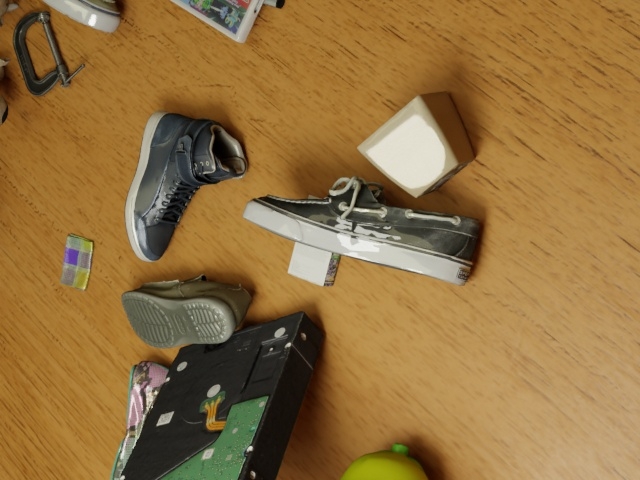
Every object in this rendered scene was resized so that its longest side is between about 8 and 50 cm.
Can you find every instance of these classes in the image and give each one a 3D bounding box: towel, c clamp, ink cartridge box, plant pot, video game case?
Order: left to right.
[{"bbox_3d":[-0.446,-0.308,1.875,0.137,0.022,0.161,-37,70,33],"label":"c clamp"},{"bbox_3d":[-0.389,0.036,1.836,0.060,0.009,0.083,17,98,32],"label":"towel"},{"bbox_3d":[-0.145,-0.409,1.655,0.201,0.023,0.183,35,107,27],"label":"video game case"},{"bbox_3d":[0.000,0.000,1.579,0.063,0.029,0.115,20,98,31],"label":"ink cartridge box"},{"bbox_3d":[0.132,-0.117,1.458,0.109,0.109,0.096,-40,81,25],"label":"plant pot"}]

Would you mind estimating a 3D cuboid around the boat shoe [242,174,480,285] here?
[{"bbox_3d":[0.052,-0.029,1.481,0.306,0.113,0.105,15,89,20],"label":"boat shoe"}]

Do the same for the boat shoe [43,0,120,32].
[{"bbox_3d":[-0.408,-0.429,1.802,0.302,0.109,0.094,41,108,29],"label":"boat shoe"}]

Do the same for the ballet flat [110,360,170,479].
[{"bbox_3d":[-0.260,0.291,1.720,0.079,0.077,0.221,13,96,12],"label":"ballet flat"}]

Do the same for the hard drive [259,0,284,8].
[{"bbox_3d":[-0.098,-0.394,1.652,0.135,0.022,0.094,23,101,30],"label":"hard drive"}]

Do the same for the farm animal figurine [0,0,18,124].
[{"bbox_3d":[-0.589,-0.353,1.881,0.327,0.172,0.330,13,108,48],"label":"farm animal figurine"}]

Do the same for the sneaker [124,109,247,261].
[{"bbox_3d":[-0.195,-0.071,1.670,0.163,0.086,0.226,11,94,35],"label":"sneaker"}]

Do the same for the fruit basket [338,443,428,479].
[{"bbox_3d":[0.025,0.442,1.412,0.283,0.392,0.392,-34,72,26],"label":"fruit basket"}]

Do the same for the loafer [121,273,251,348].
[{"bbox_3d":[-0.194,0.102,1.678,0.251,0.087,0.094,3,116,43],"label":"loafer"}]

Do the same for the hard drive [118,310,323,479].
[{"bbox_3d":[-0.140,0.255,1.514,0.237,0.339,0.064,-20,122,32],"label":"hard drive"}]
